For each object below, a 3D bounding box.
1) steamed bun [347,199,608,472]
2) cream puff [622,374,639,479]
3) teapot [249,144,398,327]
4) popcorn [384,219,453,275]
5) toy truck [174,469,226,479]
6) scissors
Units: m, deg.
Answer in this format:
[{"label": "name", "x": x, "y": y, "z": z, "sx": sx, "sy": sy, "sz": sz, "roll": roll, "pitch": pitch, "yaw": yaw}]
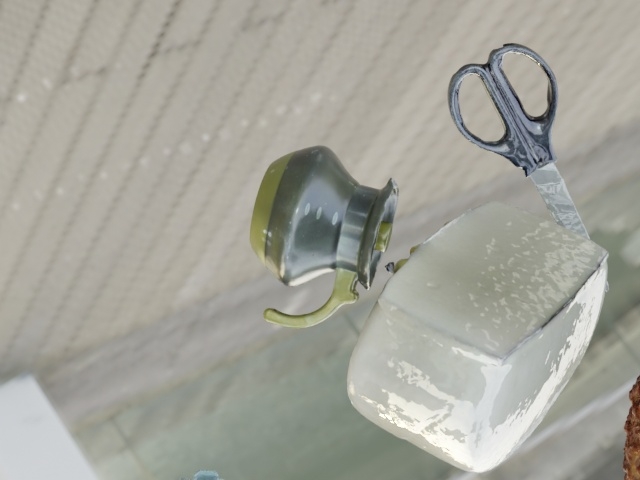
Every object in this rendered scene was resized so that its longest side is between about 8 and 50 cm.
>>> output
[{"label": "steamed bun", "x": 0.127, "y": 0.088, "z": 1.449, "sx": 0.242, "sy": 0.146, "sz": 0.164, "roll": -39, "pitch": 150, "yaw": -49}, {"label": "cream puff", "x": 0.396, "y": 0.228, "z": 1.484, "sx": 0.350, "sy": 0.350, "sz": 0.228, "roll": -11, "pitch": 141, "yaw": -53}, {"label": "teapot", "x": 0.000, "y": 0.000, "z": 1.570, "sx": 0.130, "sy": 0.119, "sz": 0.165, "roll": -7, "pitch": 112, "yaw": -80}, {"label": "popcorn", "x": 0.152, "y": 0.090, "z": 1.806, "sx": 0.169, "sy": 0.218, "sz": 0.189, "roll": 4, "pitch": 169, "yaw": 10}, {"label": "toy truck", "x": -0.102, "y": 0.329, "z": 1.741, "sx": 0.184, "sy": 0.338, "sz": 0.133, "roll": 15, "pitch": 100, "yaw": -22}, {"label": "scissors", "x": 0.228, "y": -0.064, "z": 1.768, "sx": 0.109, "sy": 0.300, "sz": 0.022, "roll": -28, "pitch": -153, "yaw": 8}]
